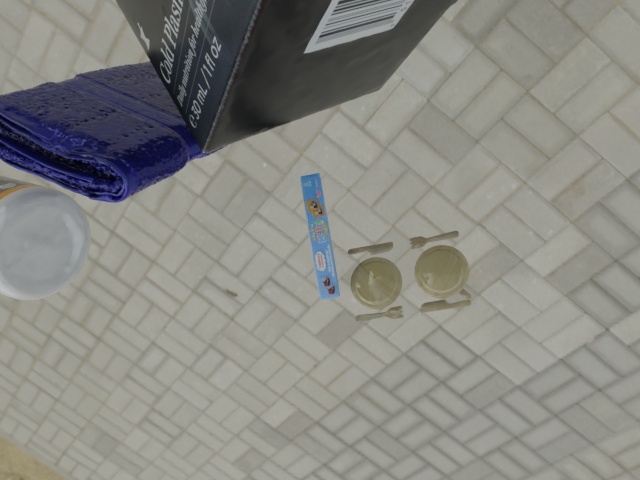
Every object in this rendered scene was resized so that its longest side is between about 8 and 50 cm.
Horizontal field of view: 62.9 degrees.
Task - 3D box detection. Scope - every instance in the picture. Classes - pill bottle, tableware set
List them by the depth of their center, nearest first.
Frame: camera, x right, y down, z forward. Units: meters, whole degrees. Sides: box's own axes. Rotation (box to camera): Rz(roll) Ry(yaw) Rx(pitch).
[{"bbox_3d":[-0.494,-0.019,0.778,0.279,0.162,0.162,13,124,27],"label":"pill bottle"},{"bbox_3d":[0.146,0.064,0.861,0.194,0.128,0.039,-11,161,18],"label":"tableware set"}]

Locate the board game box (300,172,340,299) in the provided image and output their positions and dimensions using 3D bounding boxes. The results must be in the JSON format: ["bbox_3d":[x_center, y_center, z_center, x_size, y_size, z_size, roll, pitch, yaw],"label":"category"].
[{"bbox_3d":[0.000,0.000,0.945,0.039,0.160,0.211,-10,84,-1],"label":"board game box"}]

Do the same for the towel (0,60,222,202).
[{"bbox_3d":[-0.239,-0.149,0.683,0.228,0.308,0.076,25,125,13],"label":"towel"}]

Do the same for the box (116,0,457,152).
[{"bbox_3d":[-0.058,-0.420,0.479,0.471,0.298,0.480,61,153,6],"label":"box"}]
